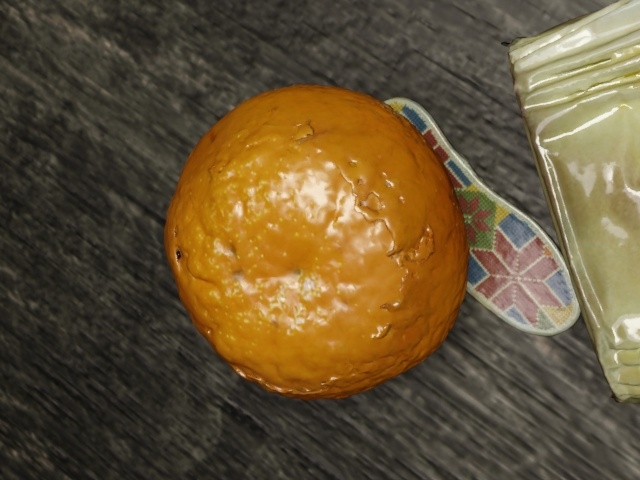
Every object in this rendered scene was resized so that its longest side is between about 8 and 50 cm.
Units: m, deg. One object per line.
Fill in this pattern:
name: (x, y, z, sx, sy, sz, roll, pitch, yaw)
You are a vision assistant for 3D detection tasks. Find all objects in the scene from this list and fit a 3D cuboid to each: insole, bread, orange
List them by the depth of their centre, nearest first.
bread: (0.182, -0.022, 0.550, 0.110, 0.192, 0.209, -18, 87, 20)
orange: (0.000, 0.000, 0.645, 0.193, 0.161, 0.193, 8, 110, 23)
insole: (0.096, -0.016, 0.686, 0.065, 0.006, 0.193, -42, 79, 20)
